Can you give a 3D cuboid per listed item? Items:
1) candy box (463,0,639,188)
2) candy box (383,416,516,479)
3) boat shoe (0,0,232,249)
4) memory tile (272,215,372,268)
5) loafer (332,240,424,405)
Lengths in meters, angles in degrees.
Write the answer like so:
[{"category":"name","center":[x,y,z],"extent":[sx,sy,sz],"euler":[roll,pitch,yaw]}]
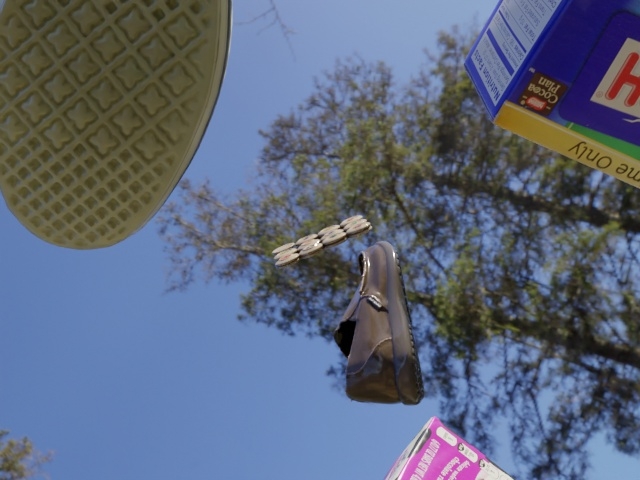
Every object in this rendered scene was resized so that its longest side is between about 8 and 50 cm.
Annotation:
[{"category":"candy box","center":[0.299,-0.184,0.542],"extent":[0.268,0.122,0.317],"euler":[20,-56,-13]},{"category":"candy box","center":[0.139,0.256,0.565],"extent":[0.071,0.233,0.159],"euler":[-57,-11,25]},{"category":"boat shoe","center":[-0.157,-0.237,0.634],"extent":[0.187,0.156,0.500],"euler":[9,-78,-8]},{"category":"memory tile","center":[0.000,0.000,1.125],"extent":[0.148,0.113,0.012],"euler":[-24,-79,0]},{"category":"loafer","center":[0.080,0.122,1.253],"extent":[0.130,0.366,0.134],"euler":[-11,-62,6]}]
